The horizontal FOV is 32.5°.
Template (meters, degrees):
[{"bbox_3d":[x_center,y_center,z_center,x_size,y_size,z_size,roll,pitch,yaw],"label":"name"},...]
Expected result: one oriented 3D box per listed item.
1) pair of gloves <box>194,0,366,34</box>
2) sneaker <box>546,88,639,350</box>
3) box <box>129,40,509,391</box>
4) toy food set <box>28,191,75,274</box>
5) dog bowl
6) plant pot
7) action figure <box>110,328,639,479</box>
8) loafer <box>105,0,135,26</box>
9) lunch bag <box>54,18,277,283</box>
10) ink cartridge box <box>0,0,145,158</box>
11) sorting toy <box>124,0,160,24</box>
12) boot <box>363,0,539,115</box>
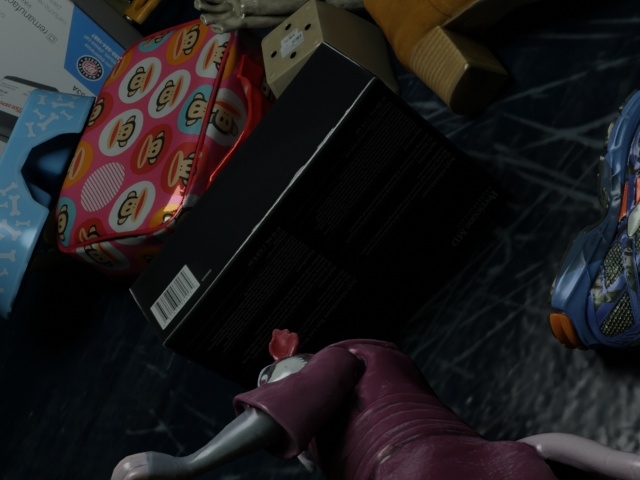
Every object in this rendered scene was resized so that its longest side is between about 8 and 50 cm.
[{"bbox_3d":[-0.066,-0.282,1.205,0.240,0.204,0.042,46,139,49],"label":"pair of gloves"},{"bbox_3d":[0.239,-0.018,0.767,0.087,0.083,0.221,15,80,37],"label":"sneaker"},{"bbox_3d":[0.000,0.000,0.907,0.261,0.184,0.103,-51,36,5],"label":"box"},{"bbox_3d":[-0.295,-0.037,1.373,0.132,0.038,0.192,-13,48,32],"label":"toy food set"},{"bbox_3d":[-0.342,-0.052,1.272,0.166,0.074,0.297,127,159,-55],"label":"dog bowl"},{"bbox_3d":[0.001,-0.176,1.105,0.109,0.096,0.109,-34,42,25],"label":"plant pot"},{"bbox_3d":[0.059,0.142,0.690,0.275,0.248,0.370,-50,41,6],"label":"action figure"},{"bbox_3d":[-0.307,-0.329,1.581,0.148,0.050,0.056,24,84,53],"label":"loafer"},{"bbox_3d":[-0.150,-0.105,1.194,0.258,0.120,0.293,-9,56,42],"label":"lunch bag"},{"bbox_3d":[-0.402,-0.204,1.430,0.307,0.223,0.129,-43,17,15],"label":"ink cartridge box"},{"bbox_3d":[-0.126,-0.412,1.456,0.348,0.047,0.196,-44,33,11],"label":"sorting toy"},{"bbox_3d":[0.151,-0.278,0.983,0.295,0.104,0.211,-52,46,27],"label":"boot"}]
